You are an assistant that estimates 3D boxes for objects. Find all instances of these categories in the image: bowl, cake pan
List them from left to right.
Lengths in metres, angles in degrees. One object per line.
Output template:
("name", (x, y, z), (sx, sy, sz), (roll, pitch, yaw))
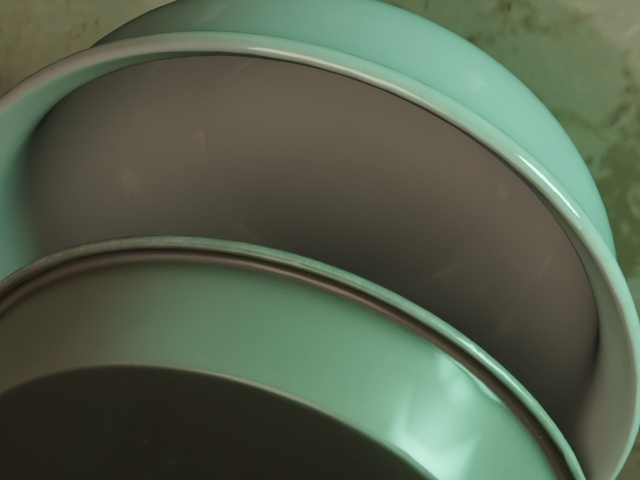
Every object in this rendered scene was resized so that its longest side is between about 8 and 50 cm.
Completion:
("cake pan", (-0.032, 0.124, 0.810), (0.293, 0.054, 0.293), (11, 135, 11))
("bowl", (0.000, 0.000, 0.815), (0.298, 0.134, 0.298), (11, 134, 12))
